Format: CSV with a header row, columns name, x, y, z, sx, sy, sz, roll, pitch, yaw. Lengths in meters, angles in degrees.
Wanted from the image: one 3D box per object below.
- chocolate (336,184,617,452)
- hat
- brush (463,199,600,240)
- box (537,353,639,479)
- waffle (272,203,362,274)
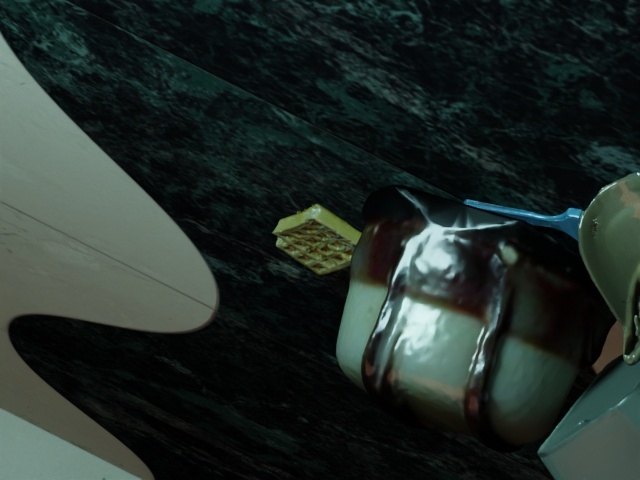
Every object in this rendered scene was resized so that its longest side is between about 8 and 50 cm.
name,x,y,z,sx,sy,sz,roll,pitch,yaw
chocolate,0.134,0.097,1.495,0.283,0.186,0.283,23,161,8
hat,0.299,0.011,1.310,0.147,0.085,0.175,-25,109,26
brush,0.201,-0.018,1.409,0.164,0.014,0.051,12,153,35
box,0.310,0.176,1.402,0.135,0.243,0.163,50,128,1
waffle,0.000,0.000,1.673,0.092,0.021,0.135,33,157,-18
